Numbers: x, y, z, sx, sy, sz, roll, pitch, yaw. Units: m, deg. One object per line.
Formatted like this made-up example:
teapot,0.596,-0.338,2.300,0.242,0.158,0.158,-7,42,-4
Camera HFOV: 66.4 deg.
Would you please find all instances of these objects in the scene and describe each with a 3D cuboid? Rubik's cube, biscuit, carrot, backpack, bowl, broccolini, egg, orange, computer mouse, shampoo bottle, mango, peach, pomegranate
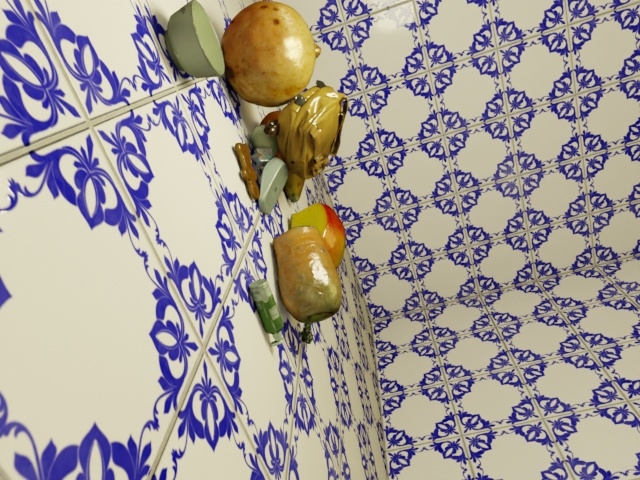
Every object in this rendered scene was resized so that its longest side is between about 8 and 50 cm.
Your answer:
Rubik's cube,-0.225,-0.312,1.902,0.075,0.084,0.073,102,-27,-68
biscuit,-0.257,-0.242,1.721,0.138,0.031,0.205,-49,123,-79
carrot,-0.049,0.122,1.772,0.224,0.224,0.340,56,16,-63
backpack,-0.043,-0.419,1.925,0.353,0.201,0.378,-43,156,-41
bowl,-0.359,-0.547,1.370,0.211,0.112,0.211,-16,90,-80
broccolini,-0.040,0.341,1.982,0.071,0.057,0.254,-64,-179,18
egg,-0.219,-0.397,1.956,0.152,0.114,0.114,54,21,-57
orange,-0.178,-0.451,2.116,0.224,0.170,0.224,63,5,-10
computer mouse,-0.192,-0.210,1.856,0.128,0.079,0.231,73,34,-59
shampoo bottle,-0.156,0.219,1.466,0.065,0.065,0.204,-76,149,-72
mango,-0.131,-0.339,2.318,0.193,0.146,0.316,-51,134,-75
peach,0.000,0.000,2.221,0.380,0.242,0.306,-96,162,-48
pomegranate,-0.171,-0.702,1.861,0.410,0.410,0.410,-16,90,-81
